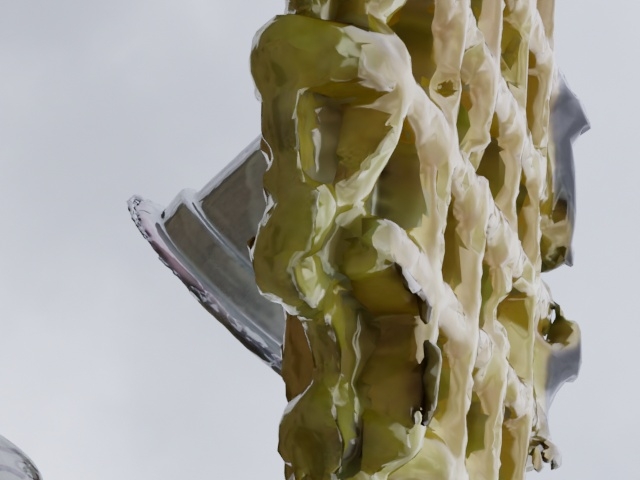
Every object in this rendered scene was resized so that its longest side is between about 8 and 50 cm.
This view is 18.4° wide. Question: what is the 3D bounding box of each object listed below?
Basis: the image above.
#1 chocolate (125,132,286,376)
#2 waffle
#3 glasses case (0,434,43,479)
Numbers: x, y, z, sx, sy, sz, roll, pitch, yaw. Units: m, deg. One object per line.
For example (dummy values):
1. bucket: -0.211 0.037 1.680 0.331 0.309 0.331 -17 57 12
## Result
1. chocolate: 0.007 0.003 1.172 0.147 0.221 0.221 -42 -124 4
2. waffle: 0.040 -0.024 0.664 0.060 0.307 0.312 1 -75 19
3. glasses case: -0.279 0.079 0.852 0.355 0.137 0.085 16 -78 27
